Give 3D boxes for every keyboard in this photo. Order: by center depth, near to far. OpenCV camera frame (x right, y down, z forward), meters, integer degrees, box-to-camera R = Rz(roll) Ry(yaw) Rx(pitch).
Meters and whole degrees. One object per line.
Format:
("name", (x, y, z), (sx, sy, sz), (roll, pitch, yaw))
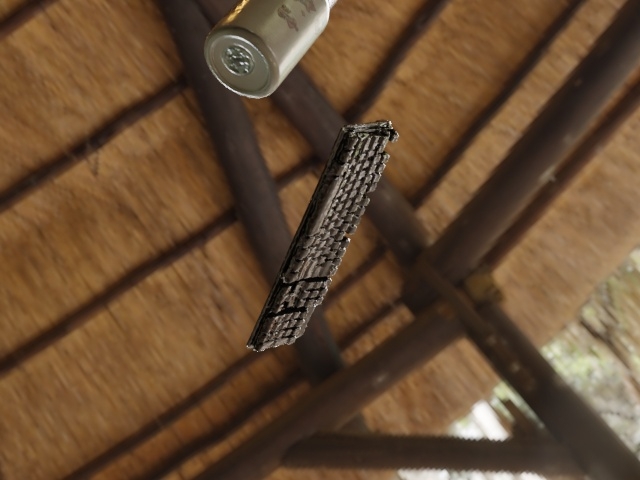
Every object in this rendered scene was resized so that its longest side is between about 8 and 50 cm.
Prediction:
("keyboard", (0.001, 0.001, 1.074), (0.072, 0.023, 0.231), (-13, -45, -52))

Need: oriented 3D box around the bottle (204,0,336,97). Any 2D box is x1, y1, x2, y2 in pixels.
("bottle", (-0.051, -0.291, 1.608), (0.233, 0.110, 0.110), (-57, -12, -39))
